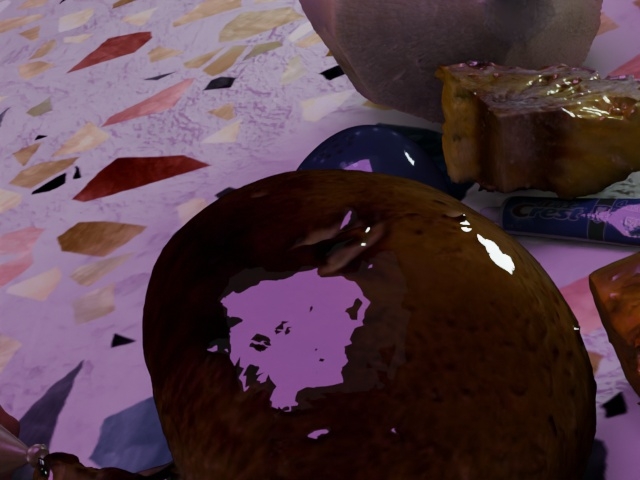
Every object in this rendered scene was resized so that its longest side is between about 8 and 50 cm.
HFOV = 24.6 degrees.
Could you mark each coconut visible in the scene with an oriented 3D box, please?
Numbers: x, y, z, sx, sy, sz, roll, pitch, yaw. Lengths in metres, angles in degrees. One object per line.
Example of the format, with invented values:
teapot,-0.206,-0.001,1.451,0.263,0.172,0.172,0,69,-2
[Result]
coconut,0.132,-0.259,1.496,0.297,0.297,0.309,-25,27,-5

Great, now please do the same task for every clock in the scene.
clock,0.000,0.000,1.284,0.243,0.146,0.199,-29,24,3

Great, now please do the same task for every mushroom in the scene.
mushroom,0.009,0.136,1.004,0.334,0.356,0.331,8,14,-27

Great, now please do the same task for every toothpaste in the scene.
toothpaste,0.226,-0.018,1.268,0.197,0.035,0.057,4,54,36

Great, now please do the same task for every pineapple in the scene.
pineapple,0.195,-0.099,1.302,0.236,0.114,0.186,3,21,38

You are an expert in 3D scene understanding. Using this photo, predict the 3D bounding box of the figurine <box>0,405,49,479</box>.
figurine,-0.359,0.164,1.224,0.387,0.166,0.207,10,59,49

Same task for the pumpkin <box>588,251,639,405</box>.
pumpkin,0.271,0.088,0.963,0.126,0.131,0.248,-20,31,4
